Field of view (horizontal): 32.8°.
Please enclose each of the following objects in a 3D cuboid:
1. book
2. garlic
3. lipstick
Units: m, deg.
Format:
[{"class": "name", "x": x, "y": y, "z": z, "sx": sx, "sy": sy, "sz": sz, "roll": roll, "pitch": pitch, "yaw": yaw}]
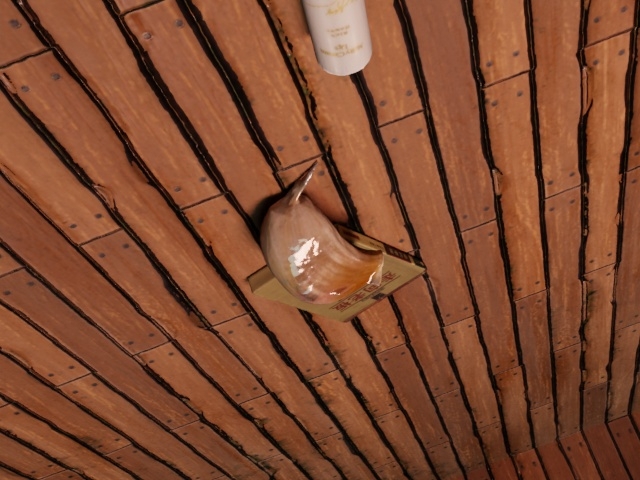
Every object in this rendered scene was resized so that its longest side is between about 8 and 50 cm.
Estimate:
[{"class": "book", "x": 0.027, "y": 0.051, "z": 1.515, "sx": 0.161, "sy": 0.026, "sz": 0.231, "roll": -33, "pitch": 150, "yaw": 25}, {"class": "garlic", "x": -0.012, "y": -0.002, "z": 1.335, "sx": 0.128, "sy": 0.090, "sz": 0.198, "roll": -29, "pitch": 126, "yaw": 9}, {"class": "lipstick", "x": 0.004, "y": -0.238, "z": 0.940, "sx": 0.059, "sy": 0.059, "sz": 0.264, "roll": -19, "pitch": 152, "yaw": 0}]
